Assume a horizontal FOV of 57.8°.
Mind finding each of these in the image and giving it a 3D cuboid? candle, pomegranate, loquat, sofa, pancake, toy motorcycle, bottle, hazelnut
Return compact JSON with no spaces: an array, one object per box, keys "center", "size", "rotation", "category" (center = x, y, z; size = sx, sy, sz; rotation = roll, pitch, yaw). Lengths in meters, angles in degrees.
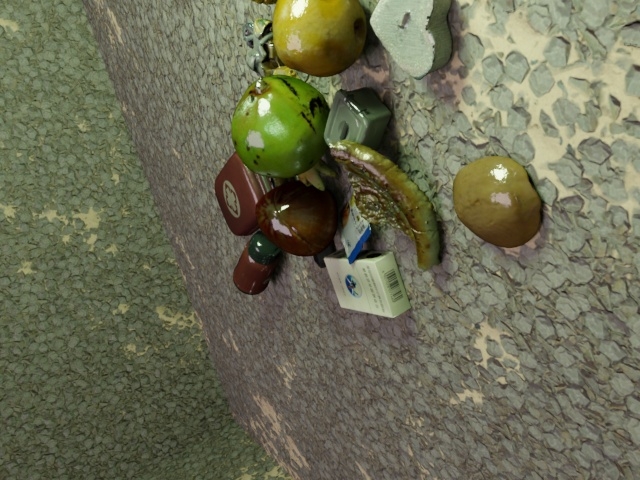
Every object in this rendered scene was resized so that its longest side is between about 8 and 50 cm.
[{"center":[0.167,-0.407,1.082],"size":[0.168,0.068,0.192],"rotation":[29,135,44],"category":"candle"},{"center":[-0.076,-0.261,1.465],"size":[0.340,0.261,0.260],"rotation":[43,168,-36],"category":"pomegranate"},{"center":[-0.006,-0.446,1.218],"size":[0.213,0.213,0.213],"rotation":[41,145,38],"category":"loquat"},{"center":[0.000,0.000,1.753],"size":[0.085,0.060,0.147],"rotation":[-139,31,-68],"category":"sofa"},{"center":[0.146,-0.078,1.308],"size":[0.377,0.054,0.197],"rotation":[49,147,-6],"category":"pancake"},{"center":[-0.125,-0.482,1.516],"size":[0.229,0.094,0.129],"rotation":[55,149,-4],"category":"toy motorcycle"},{"center":[-0.222,0.075,2.116],"size":[0.144,0.143,0.336],"rotation":[57,150,14],"category":"bottle"},{"center":[-0.072,-0.062,1.591],"size":[0.229,0.229,0.230],"rotation":[41,145,38],"category":"hazelnut"}]

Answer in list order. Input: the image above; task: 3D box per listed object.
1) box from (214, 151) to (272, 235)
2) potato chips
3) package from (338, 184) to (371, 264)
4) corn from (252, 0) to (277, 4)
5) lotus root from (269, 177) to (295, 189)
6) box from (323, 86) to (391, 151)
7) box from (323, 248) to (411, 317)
[{"center":[-0.259,-0.160,1.997],"size":[0.404,0.108,0.263],"rotation":[-31,80,63],"category":"box"},{"center":[0.320,-0.067,1.110],"size":[0.208,0.061,0.196],"rotation":[32,141,43],"category":"potato chips"},{"center":[0.086,-0.049,1.524],"size":[0.171,0.027,0.173],"rotation":[119,145,-52],"category":"package"},{"center":[-0.096,-0.672,1.265],"size":[0.131,0.131,0.344],"rotation":[57,151,14],"category":"corn"},{"center":[-0.101,-0.142,1.763],"size":[0.167,0.078,0.330],"rotation":[-90,-12,-72],"category":"lotus root"},{"center":[0.087,-0.261,1.322],"size":[0.124,0.092,0.172],"rotation":[52,151,20],"category":"box"},{"center":[0.124,0.114,1.601],"size":[0.256,0.069,0.164],"rotation":[2,114,60],"category":"box"}]
